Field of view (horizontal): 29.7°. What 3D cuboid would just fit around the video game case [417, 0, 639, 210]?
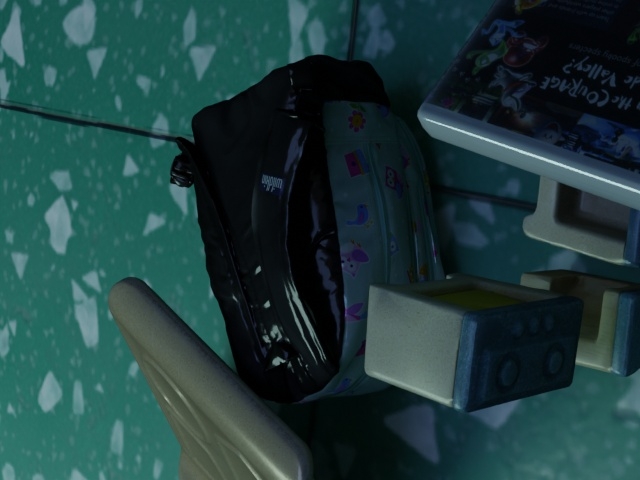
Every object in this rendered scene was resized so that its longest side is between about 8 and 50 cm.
[{"bbox_3d":[0.158,-0.087,0.483,0.190,0.022,0.173,25,73,39],"label":"video game case"}]

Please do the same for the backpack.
[{"bbox_3d":[0.000,0.000,0.687,0.152,0.115,0.182,-22,77,56],"label":"backpack"}]

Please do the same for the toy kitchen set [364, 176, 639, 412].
[{"bbox_3d":[0.120,-0.036,0.528,0.122,0.166,0.207,11,100,42],"label":"toy kitchen set"}]

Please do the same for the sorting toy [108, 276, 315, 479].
[{"bbox_3d":[-0.047,0.136,0.743,0.193,0.038,0.208,40,153,36],"label":"sorting toy"}]
